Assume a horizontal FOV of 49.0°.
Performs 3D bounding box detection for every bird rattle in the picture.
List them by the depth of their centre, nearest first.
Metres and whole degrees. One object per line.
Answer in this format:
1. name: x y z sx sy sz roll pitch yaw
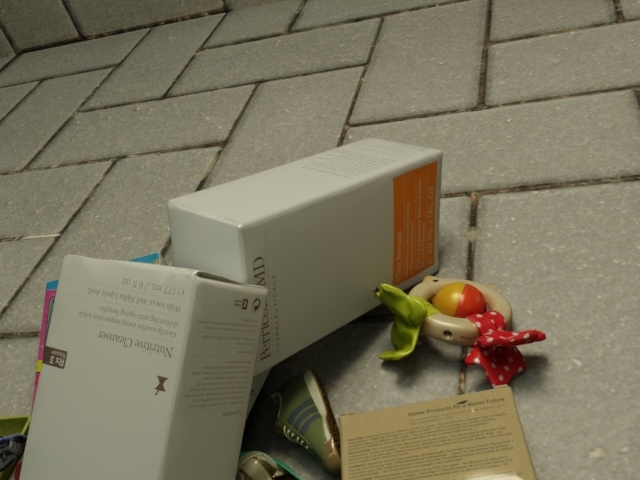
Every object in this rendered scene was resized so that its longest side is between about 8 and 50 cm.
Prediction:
1. bird rattle: 0.213 0.111 1.067 0.253 0.143 0.207 3 25 23

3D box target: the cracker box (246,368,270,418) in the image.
1. cracker box: -0.161 0.188 1.104 0.067 0.156 0.232 -46 13 45

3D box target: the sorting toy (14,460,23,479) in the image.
1. sorting toy: -0.266 0.321 1.019 0.366 0.127 0.126 -15 12 23

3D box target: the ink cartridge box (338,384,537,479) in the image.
1. ink cartridge box: 0.146 0.299 0.879 0.235 0.088 0.193 -13 35 10

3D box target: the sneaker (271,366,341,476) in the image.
1. sneaker: -0.022 0.274 1.016 0.086 0.064 0.192 -27 36 3

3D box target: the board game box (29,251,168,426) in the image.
1. board game box: -0.360 0.187 1.198 0.224 0.097 0.303 -16 48 4

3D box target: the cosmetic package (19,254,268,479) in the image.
1. cosmetic package: -0.216 0.222 0.834 0.217 0.156 0.385 5 82 29

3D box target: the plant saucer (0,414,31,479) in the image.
1. plant saucer: -0.574 0.379 1.139 0.188 0.045 0.188 -9 38 15

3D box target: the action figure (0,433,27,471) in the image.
1. action figure: -0.623 0.350 1.019 0.341 0.178 0.330 -20 47 6

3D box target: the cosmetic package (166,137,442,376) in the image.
1. cosmetic package: 0.000 0.000 1.095 0.161 0.230 0.453 18 30 40

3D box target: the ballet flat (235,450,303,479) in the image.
1. ballet flat: -0.059 0.331 0.932 0.247 0.087 0.083 19 52 41
